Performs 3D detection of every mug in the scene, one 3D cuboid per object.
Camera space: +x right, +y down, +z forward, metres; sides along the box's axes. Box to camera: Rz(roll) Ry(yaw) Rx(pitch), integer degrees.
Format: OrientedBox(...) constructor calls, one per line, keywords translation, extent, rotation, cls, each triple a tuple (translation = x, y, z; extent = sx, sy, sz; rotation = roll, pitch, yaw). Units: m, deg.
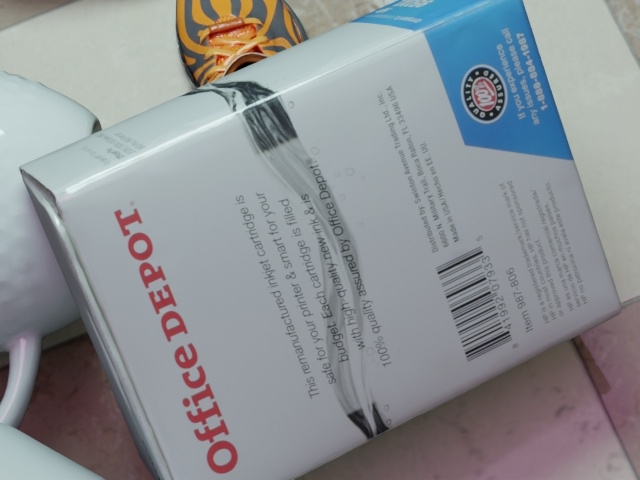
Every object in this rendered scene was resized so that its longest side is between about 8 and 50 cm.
OrientedBox(translation=(-0.351, 0.025, 1.413), extent=(0.328, 0.276, 0.374), rotation=(-2, 77, -1), cls="mug")

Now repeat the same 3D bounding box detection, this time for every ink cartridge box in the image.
OrientedBox(translation=(0.000, 0.000, 1.321), extent=(0.395, 0.166, 0.285), rotation=(-25, 108, -14), cls="ink cartridge box")

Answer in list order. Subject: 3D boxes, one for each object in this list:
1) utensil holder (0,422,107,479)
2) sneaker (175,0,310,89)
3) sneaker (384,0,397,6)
OrientedBox(translation=(-0.167, 0.355, 1.225), extent=(0.385, 0.327, 0.327), rotation=(28, 75, 18), cls="utensil holder")
OrientedBox(translation=(-0.058, -0.152, 1.484), extent=(0.124, 0.180, 0.321), rotation=(-22, 68, -2), cls="sneaker")
OrientedBox(translation=(0.090, -0.317, 1.592), extent=(0.094, 0.080, 0.212), rotation=(-7, 69, 17), cls="sneaker")
